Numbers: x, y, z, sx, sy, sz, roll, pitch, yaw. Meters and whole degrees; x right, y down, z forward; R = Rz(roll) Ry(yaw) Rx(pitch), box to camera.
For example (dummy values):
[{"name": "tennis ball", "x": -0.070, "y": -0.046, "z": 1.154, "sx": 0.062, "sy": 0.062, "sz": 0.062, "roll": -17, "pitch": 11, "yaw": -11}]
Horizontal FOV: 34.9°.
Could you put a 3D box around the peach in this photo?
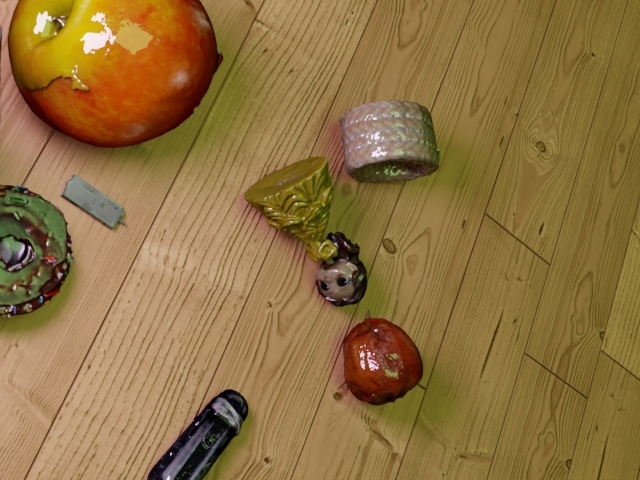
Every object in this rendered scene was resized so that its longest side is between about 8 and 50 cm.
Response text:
[{"name": "peach", "x": -0.356, "y": -0.327, "z": 1.801, "sx": 0.370, "sy": 0.370, "sz": 0.370, "roll": 8, "pitch": 76, "yaw": -35}]

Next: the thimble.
[{"name": "thimble", "x": 0.155, "y": -0.217, "z": 2.227, "sx": 0.229, "sy": 0.196, "sz": 0.148, "roll": 1, "pitch": 79, "yaw": -35}]

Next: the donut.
[{"name": "donut", "x": -0.542, "y": 0.021, "z": 1.738, "sx": 0.235, "sy": 0.089, "sz": 0.235, "roll": 9, "pitch": 74, "yaw": -34}]

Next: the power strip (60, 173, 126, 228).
[{"name": "power strip", "x": -0.418, "y": -0.068, "z": 1.890, "sx": 0.136, "sy": 0.019, "sz": 0.051, "roll": 36, "pitch": 60, "yaw": -25}]

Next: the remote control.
[{"name": "remote control", "x": -0.219, "y": 0.385, "z": 1.912, "sx": 0.090, "sy": 0.066, "sz": 0.266, "roll": 54, "pitch": 56, "yaw": -20}]

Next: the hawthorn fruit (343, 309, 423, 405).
[{"name": "hawthorn fruit", "x": 0.123, "y": 0.259, "z": 2.143, "sx": 0.179, "sy": 0.173, "sz": 0.173, "roll": 40, "pitch": 56, "yaw": 7}]

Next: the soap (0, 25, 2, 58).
[{"name": "soap", "x": -0.632, "y": -0.218, "z": 1.475, "sx": 0.350, "sy": 0.435, "sz": 0.212, "roll": 14, "pitch": 67, "yaw": -14}]

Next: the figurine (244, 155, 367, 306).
[{"name": "figurine", "x": -0.001, "y": 0.002, "z": 2.099, "sx": 0.187, "sy": 0.168, "sz": 0.315, "roll": -27, "pitch": 110, "yaw": 6}]
